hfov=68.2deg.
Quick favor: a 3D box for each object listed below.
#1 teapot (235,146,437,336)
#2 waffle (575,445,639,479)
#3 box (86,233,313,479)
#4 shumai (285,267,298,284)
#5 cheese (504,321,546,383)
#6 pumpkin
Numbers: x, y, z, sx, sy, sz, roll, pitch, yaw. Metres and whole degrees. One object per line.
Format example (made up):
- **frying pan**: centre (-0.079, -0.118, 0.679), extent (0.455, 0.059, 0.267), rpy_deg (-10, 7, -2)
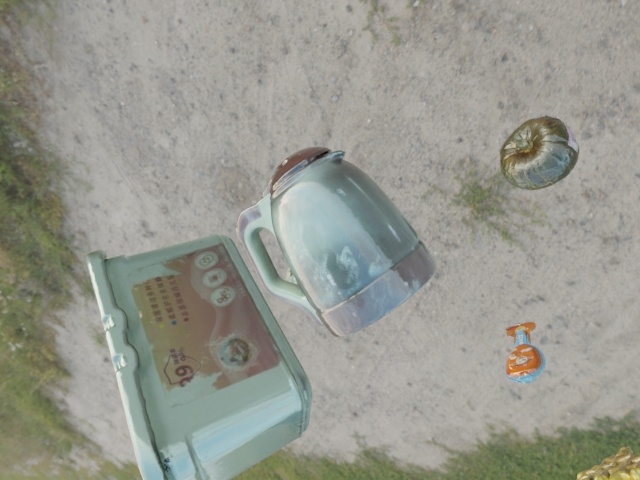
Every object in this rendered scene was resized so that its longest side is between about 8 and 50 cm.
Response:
- **teapot**: centre (0.000, 0.000, 0.875), extent (0.314, 0.233, 0.312), rpy_deg (-33, 91, 27)
- **waffle**: centre (0.723, 0.537, 1.038), extent (0.151, 0.260, 0.324), rpy_deg (57, 154, 28)
- **box**: centre (-0.147, 0.135, 0.573), extent (0.312, 0.182, 0.175), rpy_deg (54, 152, 34)
- **shumai**: centre (0.020, 0.115, 1.559), extent (0.222, 0.272, 0.203), rpy_deg (40, 166, -11)
- **cheese**: centre (0.535, 0.292, 1.250), extent (0.106, 0.256, 0.037), rpy_deg (-25, 105, 27)
- **pumpkin**: centre (0.713, -0.293, 1.577), extent (0.189, 0.261, 0.260), rpy_deg (26, 142, -22)
